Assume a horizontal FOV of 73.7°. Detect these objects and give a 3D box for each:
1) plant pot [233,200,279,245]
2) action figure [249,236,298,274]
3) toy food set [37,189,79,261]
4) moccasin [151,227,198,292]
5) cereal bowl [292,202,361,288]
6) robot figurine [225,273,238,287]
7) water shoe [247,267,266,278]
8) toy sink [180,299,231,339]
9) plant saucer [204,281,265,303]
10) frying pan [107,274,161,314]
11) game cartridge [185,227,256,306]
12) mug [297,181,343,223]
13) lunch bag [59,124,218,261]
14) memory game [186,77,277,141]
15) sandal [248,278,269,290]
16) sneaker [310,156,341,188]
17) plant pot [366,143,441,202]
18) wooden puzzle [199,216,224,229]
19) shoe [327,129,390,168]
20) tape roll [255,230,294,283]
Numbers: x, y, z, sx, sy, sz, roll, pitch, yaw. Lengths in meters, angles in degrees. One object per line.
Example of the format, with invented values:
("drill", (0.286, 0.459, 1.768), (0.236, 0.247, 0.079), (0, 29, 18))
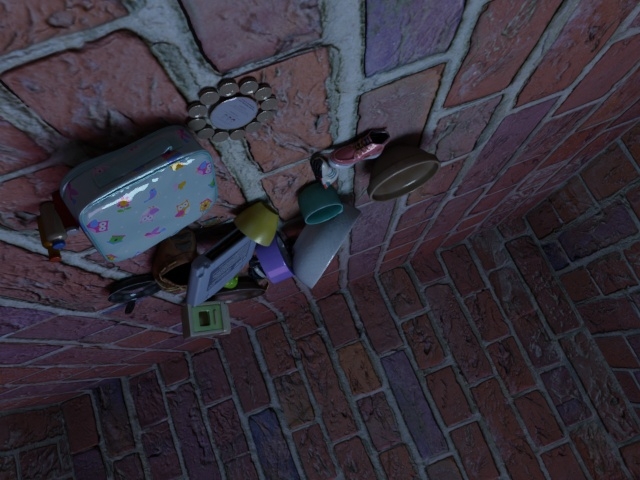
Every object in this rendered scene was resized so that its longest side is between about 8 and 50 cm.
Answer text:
("plant pot", (-0.180, -0.061, 1.294), (0.095, 0.134, 0.134), (-51, 158, 10))
("action figure", (-0.151, 0.077, 1.734), (0.276, 0.140, 0.164), (-16, 162, -12))
("toy food set", (-0.499, -0.047, 0.912), (0.232, 0.104, 0.111), (-21, 164, -5))
("moccasin", (-0.452, 0.097, 1.370), (0.139, 0.146, 0.380), (-11, 161, -34))
("cereal bowl", (0.000, 0.000, 1.538), (0.338, 0.141, 0.339), (-58, 179, -2))
("robot figurine", (-0.397, 0.169, 1.827), (0.101, 0.067, 0.115), (-14, 165, 8))
("water shoe", (-0.283, 0.145, 1.893), (0.080, 0.072, 0.203), (-20, 164, 0))
("toy sink", (-0.518, 0.369, 2.006), (0.234, 0.152, 0.131), (1, 160, -34))
("plant saucer", (-0.417, 0.246, 2.012), (0.311, 0.050, 0.310), (-11, 165, -3))
("frying pan", (-0.664, 0.194, 1.579), (0.197, 0.053, 0.326), (-18, 166, -16))
("game cartridge", (-0.309, 0.072, 1.354), (0.297, 0.062, 0.198), (-45, 169, -47))
("mug", (-0.003, -0.121, 1.356), (0.130, 0.097, 0.158), (-24, 165, 5))
("lunch bag", (-0.341, -0.099, 0.844), (0.279, 0.108, 0.224), (-36, 158, -23))
("memory game", (-0.174, -0.254, 0.846), (0.186, 0.012, 0.186), (-20, 164, -6))
("sandal", (-0.290, 0.215, 2.099), (0.088, 0.079, 0.240), (-14, 162, -28))
("sneaker", (0.021, -0.206, 1.211), (0.075, 0.057, 0.161), (-38, 164, -5))
("plant pot", (0.242, -0.223, 1.332), (0.238, 0.109, 0.237), (-22, 164, -7))
("wooden puzzle", (-0.330, -0.055, 1.296), (0.083, 0.006, 0.049), (-21, 164, -6))
("shoe", (0.105, -0.251, 1.151), (0.178, 0.063, 0.081), (-20, 164, -28))
("tape roll", (-0.166, 0.057, 1.550), (0.080, 0.188, 0.189), (-23, 164, 4))
